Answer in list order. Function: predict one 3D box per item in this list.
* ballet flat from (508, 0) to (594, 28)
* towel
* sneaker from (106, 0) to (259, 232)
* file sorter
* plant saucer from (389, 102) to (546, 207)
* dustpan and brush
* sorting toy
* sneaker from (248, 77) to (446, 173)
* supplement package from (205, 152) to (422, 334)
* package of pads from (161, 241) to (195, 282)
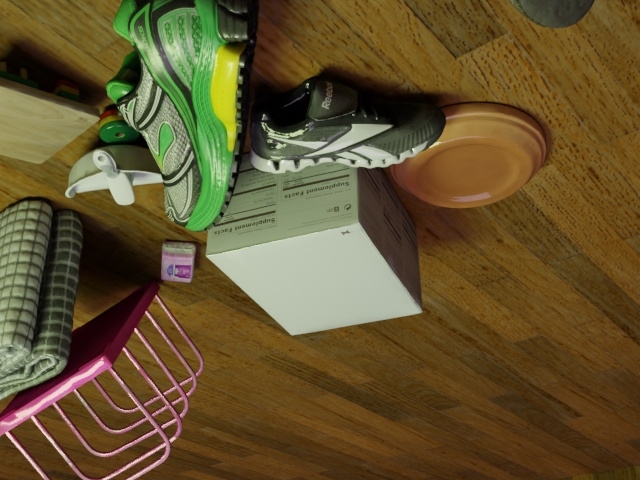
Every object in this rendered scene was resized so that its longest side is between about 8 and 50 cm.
[{"bbox_3d":[0.161,-0.267,0.750,0.250,0.058,0.084,16,111,-35],"label":"ballet flat"},{"bbox_3d":[-0.450,0.101,1.191,0.121,0.235,0.283,22,143,-39],"label":"towel"},{"bbox_3d":[-0.152,-0.142,0.906,0.146,0.134,0.343,9,140,-2],"label":"sneaker"},{"bbox_3d":[-0.311,0.229,1.255,0.202,0.291,0.182,-32,104,11],"label":"file sorter"},{"bbox_3d":[0.186,-0.097,1.048,0.200,0.037,0.200,0,149,0],"label":"plant saucer"},{"bbox_3d":[-0.247,-0.082,0.995,0.147,0.060,0.211,-7,160,-6],"label":"dustpan and brush"},{"bbox_3d":[-0.349,-0.148,0.929,0.132,0.046,0.274,-26,155,36],"label":"sorting toy"},{"bbox_3d":[0.026,-0.137,0.939,0.234,0.078,0.106,-6,142,4],"label":"sneaker"},{"bbox_3d":[0.000,0.000,1.106,0.204,0.145,0.262,-12,147,19],"label":"supplement package"},{"bbox_3d":[-0.218,0.032,1.269,0.050,0.032,0.083,6,149,-8],"label":"package of pads"}]
